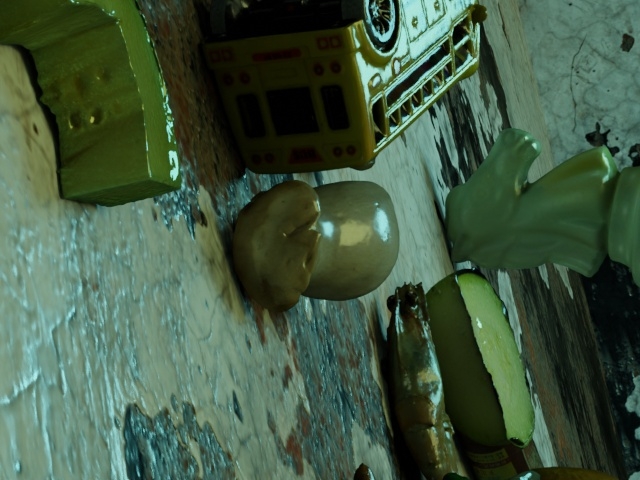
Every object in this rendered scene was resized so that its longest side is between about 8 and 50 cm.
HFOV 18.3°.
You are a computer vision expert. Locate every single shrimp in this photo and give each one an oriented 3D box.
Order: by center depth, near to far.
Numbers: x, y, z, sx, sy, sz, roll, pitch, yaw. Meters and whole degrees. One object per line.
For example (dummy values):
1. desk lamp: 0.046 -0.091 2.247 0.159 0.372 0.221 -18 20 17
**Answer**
1. shrimp: 0.094 0.138 1.865 0.115 0.051 0.217 63 14 -64

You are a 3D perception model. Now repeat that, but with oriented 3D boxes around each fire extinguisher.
1. fire extinguisher: 0.230 0.268 2.164 0.252 0.106 0.075 66 -5 -32

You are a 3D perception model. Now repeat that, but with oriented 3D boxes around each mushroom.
1. mushroom: 0.001 0.001 1.509 0.088 0.097 0.212 50 16 18

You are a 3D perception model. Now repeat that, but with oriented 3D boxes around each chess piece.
1. chess piece: 0.297 -0.040 2.386 0.176 0.298 0.175 7 90 -75

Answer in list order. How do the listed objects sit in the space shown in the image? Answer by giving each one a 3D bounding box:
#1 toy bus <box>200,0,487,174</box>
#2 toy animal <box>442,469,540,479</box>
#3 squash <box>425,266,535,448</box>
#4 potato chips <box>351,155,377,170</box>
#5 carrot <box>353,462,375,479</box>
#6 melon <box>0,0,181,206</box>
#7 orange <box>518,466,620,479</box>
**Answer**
1. toy bus: 0.038 -0.171 1.635 0.331 0.145 0.151 -43 123 -56
2. toy animal: 0.153 0.272 1.799 0.251 0.125 0.127 -15 117 -76
3. squash: 0.153 0.130 2.038 0.184 0.085 0.191 9 63 -73
4. potato chips: 0.000 -0.156 1.779 0.208 0.062 0.195 38 46 -59
5. carrot: 0.051 0.254 1.559 0.036 0.036 0.165 32 41 -72
6. melon: -0.137 -0.105 1.127 0.118 0.064 0.209 -83 157 -63
7. orange: 0.248 0.324 1.980 0.206 0.206 0.206 -16 90 -78
